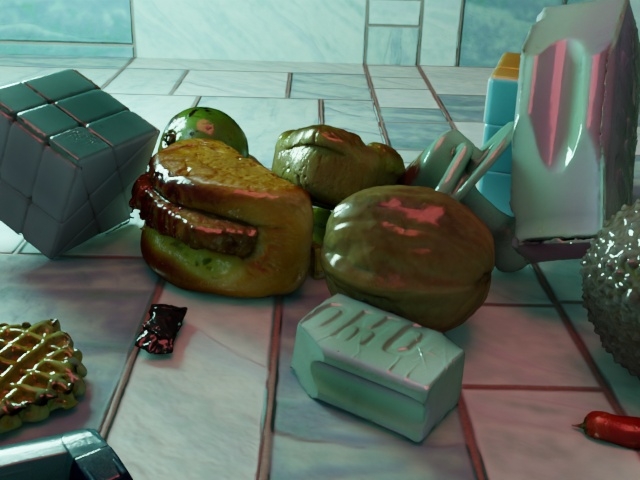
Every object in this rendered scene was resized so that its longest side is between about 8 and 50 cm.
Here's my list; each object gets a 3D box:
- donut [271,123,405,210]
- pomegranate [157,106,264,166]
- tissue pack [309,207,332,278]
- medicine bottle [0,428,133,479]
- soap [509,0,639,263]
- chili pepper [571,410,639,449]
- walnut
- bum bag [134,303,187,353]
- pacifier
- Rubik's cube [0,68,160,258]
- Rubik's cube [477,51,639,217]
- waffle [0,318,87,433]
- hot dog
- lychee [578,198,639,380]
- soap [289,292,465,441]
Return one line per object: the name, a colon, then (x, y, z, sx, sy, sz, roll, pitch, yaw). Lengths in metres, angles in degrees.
donut: (0.028, -0.118, 1.407, 0.208, 0.128, 0.261, 16, -1, -18)
pomegranate: (-0.228, -0.180, 1.721, 0.248, 0.202, 0.202, 22, 5, -43)
tissue pack: (0.000, 0.000, 1.440, 0.095, 0.062, 0.176, -7, 24, -20)
medicine bottle: (-0.319, 0.254, 0.809, 0.258, 0.079, 0.124, -7, 25, -18)
soap: (0.419, -0.172, 1.315, 0.156, 0.446, 0.261, 1, -23, 30)
chili pepper: (0.395, 0.233, 0.974, 0.178, 0.027, 0.045, 11, 24, 16)
walnut: (0.122, 0.029, 1.181, 0.261, 0.225, 0.225, 7, 24, 19)
bum bag: (-0.229, 0.126, 1.167, 0.058, 0.034, 0.124, 11, 24, -1)
pacifier: (0.253, -0.044, 1.390, 0.269, 0.343, 0.288, 42, 64, 2)
Rubik's cube: (-0.461, -0.141, 1.447, 0.224, 0.221, 0.231, 36, 34, 11)
Rubik's cube: (0.494, -0.217, 1.689, 0.291, 0.290, 0.291, 10, 24, 15)
waffle: (-0.408, 0.171, 1.025, 0.214, 0.054, 0.208, -9, 28, -26)
hot dog: (-0.193, -0.041, 1.370, 0.223, 0.185, 0.405, -11, 26, -30)
lychee: (0.486, 0.068, 1.042, 0.300, 0.300, 0.300, 1, 23, -1)
soap: (0.065, 0.155, 1.054, 0.230, 0.091, 0.145, 18, 28, 30)
